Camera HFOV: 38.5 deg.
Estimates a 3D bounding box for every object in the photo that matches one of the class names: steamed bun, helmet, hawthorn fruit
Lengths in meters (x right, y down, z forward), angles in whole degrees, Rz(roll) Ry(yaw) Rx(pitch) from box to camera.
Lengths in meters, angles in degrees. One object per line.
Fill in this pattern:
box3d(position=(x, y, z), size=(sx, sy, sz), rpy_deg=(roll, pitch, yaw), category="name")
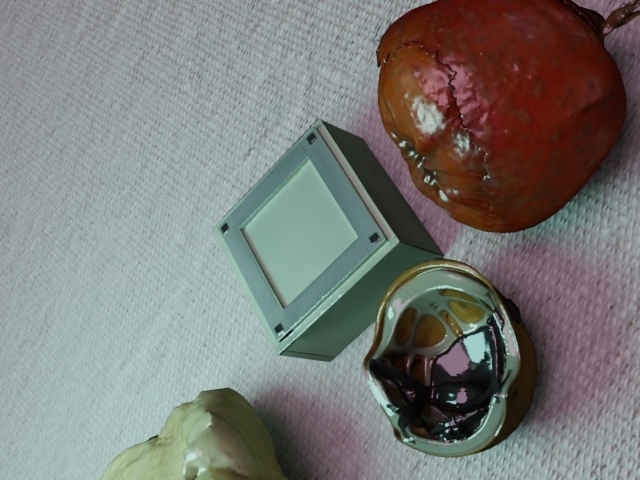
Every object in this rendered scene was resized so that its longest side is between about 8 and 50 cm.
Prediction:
box3d(position=(-0.168, 0.368, 1.196), size=(0.372, 0.230, 0.325), rpy_deg=(-44, 19, 26), category="steamed bun")
box3d(position=(0.161, 0.143, 1.054), size=(0.198, 0.130, 0.224), rpy_deg=(-30, 53, 25), category="helmet")
box3d(position=(0.220, -0.164, 1.005), size=(0.307, 0.276, 0.276), rpy_deg=(-31, 61, 8), category="hawthorn fruit")

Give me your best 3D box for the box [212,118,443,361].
box3d(position=(0.000, 0.000, 1.216), size=(0.225, 0.117, 0.225), rpy_deg=(-45, 56, 21), category="box")
